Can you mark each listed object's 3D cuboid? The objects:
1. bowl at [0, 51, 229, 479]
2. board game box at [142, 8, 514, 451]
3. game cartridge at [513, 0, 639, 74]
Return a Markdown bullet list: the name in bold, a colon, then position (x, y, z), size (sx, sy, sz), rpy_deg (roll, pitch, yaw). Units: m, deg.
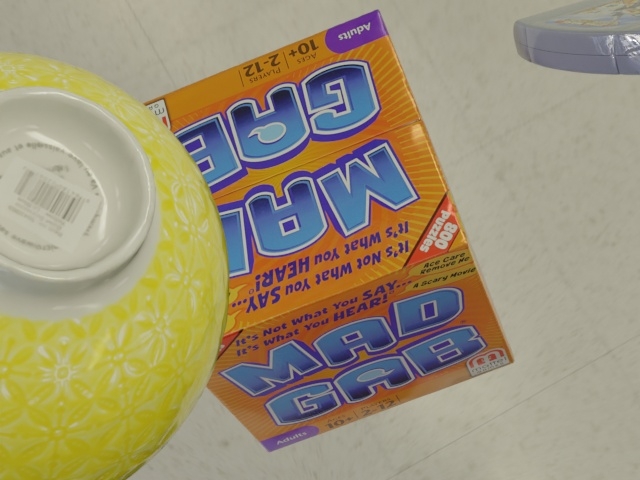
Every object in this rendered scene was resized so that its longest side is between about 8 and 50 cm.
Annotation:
- **bowl**: position (-0.170, 0.000, 0.773), size (0.289, 0.156, 0.289), rpy_deg (10, 63, -21)
- **board game box**: position (0.000, 0.000, 1.739), size (0.356, 0.356, 0.356), rpy_deg (-21, 59, 6)
- **game cartridge**: position (0.358, -0.241, 1.558), size (0.198, 0.297, 0.062), rpy_deg (-15, 106, -22)
